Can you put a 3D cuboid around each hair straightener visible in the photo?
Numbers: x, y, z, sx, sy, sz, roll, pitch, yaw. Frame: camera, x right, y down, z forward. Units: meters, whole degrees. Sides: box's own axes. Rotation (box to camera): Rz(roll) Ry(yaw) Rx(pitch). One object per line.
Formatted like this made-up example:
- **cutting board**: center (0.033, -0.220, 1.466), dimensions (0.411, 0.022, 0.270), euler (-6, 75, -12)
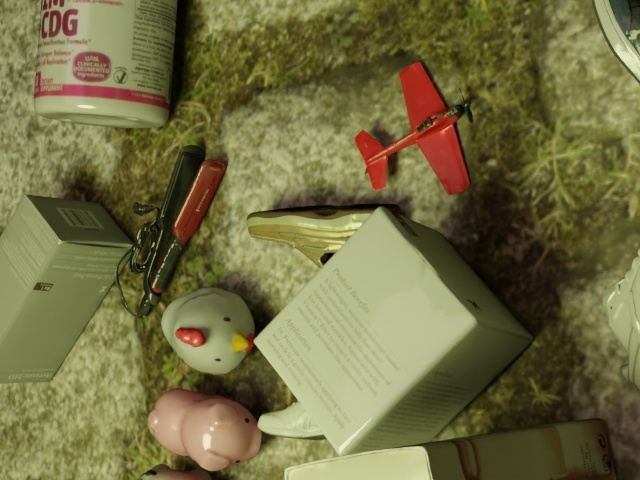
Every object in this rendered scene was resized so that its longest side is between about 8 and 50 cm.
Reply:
- **hair straightener**: center (-0.189, -0.011, 1.487), dimensions (0.089, 0.047, 0.230), euler (36, 113, 34)

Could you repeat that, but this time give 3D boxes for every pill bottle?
- **pill bottle**: center (-0.251, -0.283, 1.473), dimensions (0.160, 0.160, 0.283), euler (3, 88, 38)

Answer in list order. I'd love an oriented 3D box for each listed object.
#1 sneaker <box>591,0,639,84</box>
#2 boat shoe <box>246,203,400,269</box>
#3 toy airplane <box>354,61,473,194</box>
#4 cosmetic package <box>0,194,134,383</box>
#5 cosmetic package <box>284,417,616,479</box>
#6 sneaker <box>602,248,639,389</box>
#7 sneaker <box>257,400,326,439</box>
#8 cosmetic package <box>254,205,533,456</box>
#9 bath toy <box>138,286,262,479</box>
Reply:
- **sneaker**: center (0.340, -0.174, 1.040), dimensions (0.163, 0.086, 0.226), euler (-41, 73, 40)
- **boat shoe**: center (0.000, 0.000, 1.321), dimensions (0.190, 0.068, 0.072), euler (1, 99, 38)
- **toy airplane**: center (0.093, -0.107, 1.275), dimensions (0.151, 0.028, 0.151), euler (-2, 87, 37)
- **cosmetic package**: center (-0.354, 0.065, 1.552), dimensions (0.107, 0.127, 0.238), euler (46, 115, 32)
- **cosmetic package**: center (0.124, 0.232, 1.056), dimensions (0.153, 0.296, 0.129), euler (-16, 78, 36)
- **sneaker**: center (0.288, 0.038, 1.054), dimensions (0.115, 0.090, 0.232), euler (17, 114, 47)
- **sneaker**: center (0.002, 0.182, 1.316), dimensions (0.152, 0.054, 0.061), euler (-8, 76, 30)
- **cosmetic package**: center (0.071, 0.094, 1.181), dimensions (0.183, 0.151, 0.151), euler (-46, 61, 13)
- **bath toy**: center (-0.132, 0.227, 1.367), dimensions (0.151, 0.129, 0.348), euler (7, 92, 4)
